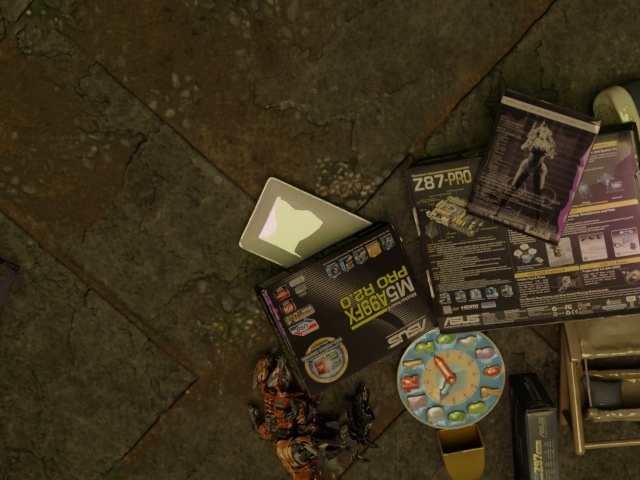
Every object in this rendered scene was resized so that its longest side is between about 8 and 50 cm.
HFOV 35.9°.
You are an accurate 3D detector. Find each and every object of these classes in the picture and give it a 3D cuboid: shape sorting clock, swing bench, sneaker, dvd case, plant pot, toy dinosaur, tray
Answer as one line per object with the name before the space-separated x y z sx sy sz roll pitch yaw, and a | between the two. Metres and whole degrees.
shape sorting clock | 0.246 0.258 1.858 0.206 0.040 0.206 0 102 1
swing bench | 0.565 0.232 1.787 0.253 0.165 0.254 -5 101 2
sneaker | 0.600 -0.120 1.736 0.148 0.131 0.350 -22 108 -10
dvd case | 0.348 -0.120 1.630 0.165 0.018 0.221 21 110 17
plant pot | 0.270 0.409 1.872 0.082 0.081 0.083 -12 113 3
toy dinosaur | -0.016 0.358 1.853 0.218 0.164 0.322 -15 120 18
tray | 0.000 0.000 1.812 0.270 0.030 0.145 25 100 -4

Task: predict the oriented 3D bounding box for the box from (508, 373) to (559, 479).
box | 0.392 0.383 1.810 0.059 0.183 0.232 -6 102 2

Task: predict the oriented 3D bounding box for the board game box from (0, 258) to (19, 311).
board game box | -0.712 0.065 1.775 0.275 0.144 0.142 25 100 -5

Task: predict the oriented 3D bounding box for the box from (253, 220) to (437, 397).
box | 0.046 0.118 1.748 0.270 0.060 0.216 -27 103 -15

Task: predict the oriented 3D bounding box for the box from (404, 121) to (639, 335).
box | 0.369 -0.012 1.713 0.395 0.097 0.318 -9 104 23
